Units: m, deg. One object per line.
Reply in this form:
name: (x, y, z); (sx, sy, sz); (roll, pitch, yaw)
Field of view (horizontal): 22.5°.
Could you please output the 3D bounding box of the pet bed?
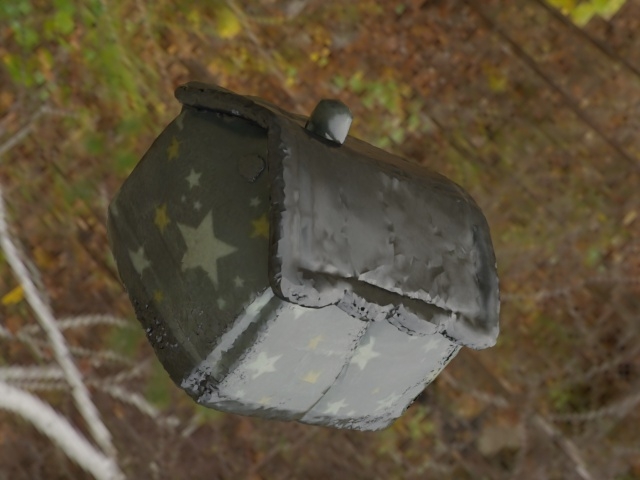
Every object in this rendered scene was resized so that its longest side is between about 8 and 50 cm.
pet bed: (0.000, 0.000, 0.988); (0.211, 0.183, 0.159); (15, 126, -44)
